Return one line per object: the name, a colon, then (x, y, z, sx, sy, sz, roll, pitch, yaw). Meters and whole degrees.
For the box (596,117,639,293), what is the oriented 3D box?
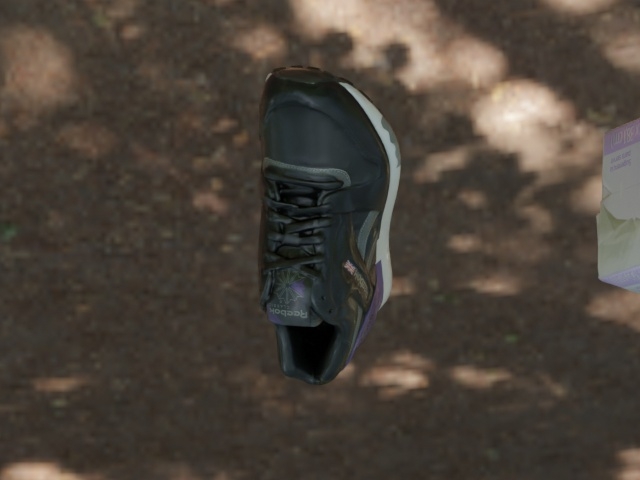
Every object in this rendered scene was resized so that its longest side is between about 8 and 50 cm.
box: (0.211, -0.041, 0.517, 0.067, 0.063, 0.324, 15, 160, -29)

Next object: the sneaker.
sneaker: (0.000, 0.000, 1.309, 0.107, 0.124, 0.283, 8, 138, 18)
